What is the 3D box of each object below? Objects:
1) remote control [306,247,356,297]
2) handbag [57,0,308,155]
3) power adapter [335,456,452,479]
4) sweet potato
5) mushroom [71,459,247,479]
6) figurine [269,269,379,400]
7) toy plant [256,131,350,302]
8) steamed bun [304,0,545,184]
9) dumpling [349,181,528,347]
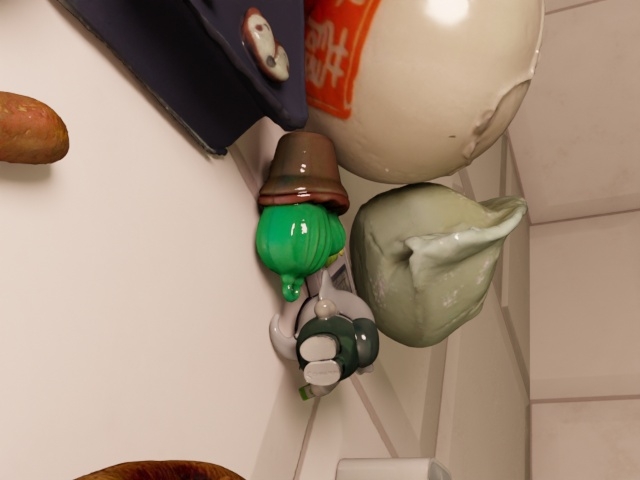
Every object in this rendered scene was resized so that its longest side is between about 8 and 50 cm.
[{"bbox_3d":[0.000,0.000,0.978,0.103,0.034,0.250,-39,118,-64],"label":"remote control"},{"bbox_3d":[-0.113,-0.295,0.715,0.303,0.122,0.329,46,40,-53],"label":"handbag"},{"bbox_3d":[0.133,0.362,0.945,0.125,0.205,0.130,51,39,-50],"label":"power adapter"},{"bbox_3d":[-0.238,-0.076,0.440,0.214,0.050,0.050,-3,84,-63],"label":"sweet potato"},{"bbox_3d":[-0.125,0.253,0.495,0.231,0.138,0.194,26,71,-50],"label":"mushroom"},{"bbox_3d":[0.013,0.114,0.856,0.192,0.126,0.147,-43,116,-73],"label":"figurine"},{"bbox_3d":[-0.020,-0.025,0.858,0.143,0.105,0.200,11,82,-59],"label":"toy plant"},{"bbox_3d":[0.084,-0.258,0.908,0.241,0.374,0.374,6,73,-27],"label":"steamed bun"},{"bbox_3d":[0.144,0.010,0.990,0.211,0.320,0.270,30,95,-29],"label":"dumpling"}]
